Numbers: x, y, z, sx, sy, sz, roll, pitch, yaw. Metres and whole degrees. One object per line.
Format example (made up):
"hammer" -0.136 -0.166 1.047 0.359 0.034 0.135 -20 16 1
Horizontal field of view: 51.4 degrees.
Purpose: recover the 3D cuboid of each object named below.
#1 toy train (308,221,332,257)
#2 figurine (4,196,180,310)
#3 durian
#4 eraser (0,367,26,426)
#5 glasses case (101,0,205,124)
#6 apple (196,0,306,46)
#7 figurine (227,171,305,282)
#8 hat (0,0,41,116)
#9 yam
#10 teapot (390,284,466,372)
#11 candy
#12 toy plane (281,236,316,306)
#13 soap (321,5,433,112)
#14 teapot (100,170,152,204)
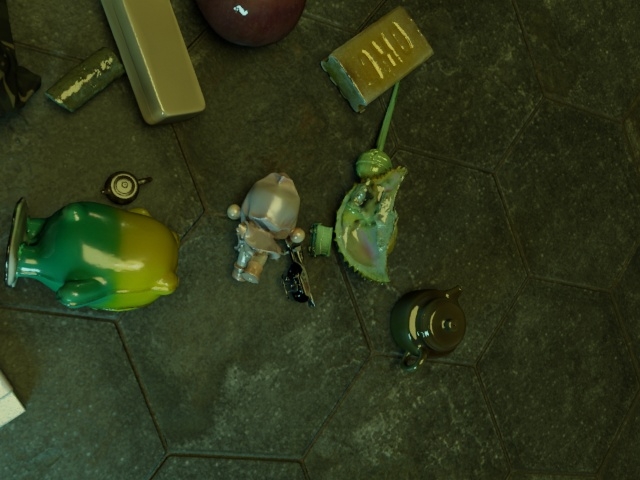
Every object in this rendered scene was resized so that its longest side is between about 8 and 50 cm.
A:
"toy train" 0.000 0.000 1.713 0.057 0.038 0.093 10 81 -26
"figurine" -0.462 0.025 1.395 0.340 0.323 0.231 7 127 -19
"durian" 0.134 -0.051 1.703 0.172 0.166 0.306 17 91 -19
"eraser" -0.711 0.293 1.353 0.125 0.068 0.210 -34 100 -24
"glasses case" -0.385 -0.439 1.530 0.144 0.076 0.336 -22 95 -49
"apple" -0.170 -0.617 1.582 0.306 0.235 0.305 4 81 -25
"figurine" -0.136 -0.031 1.601 0.200 0.133 0.275 19 76 0
"hat" -0.765 -0.441 1.326 0.367 0.257 0.381 -8 108 -27
"yam" -0.523 -0.356 1.488 0.078 0.078 0.179 47 69 -14
"teapot" 0.295 0.230 1.753 0.186 0.175 0.267 35 73 -15
"candy" 0.173 -0.300 1.807 0.092 0.093 0.335 53 48 -58
"toy plane" -0.061 0.079 1.670 0.078 0.054 0.196 -13 86 -60
"soap" 0.157 -0.490 1.796 0.274 0.089 0.173 -41 99 -22
"teapot" -0.440 -0.123 1.508 0.121 0.068 0.076 -18 93 -24
